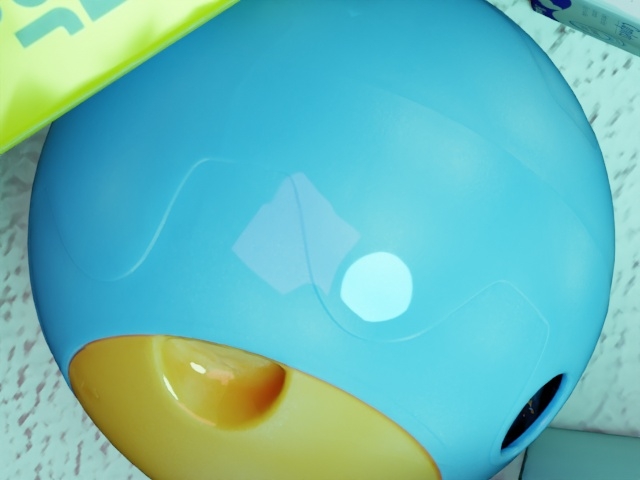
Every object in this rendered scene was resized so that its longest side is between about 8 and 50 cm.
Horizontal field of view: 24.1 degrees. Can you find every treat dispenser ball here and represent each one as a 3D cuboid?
[{"bbox_3d":[0.000,0.000,0.748,0.288,0.288,0.288,0,92,10],"label":"treat dispenser ball"}]

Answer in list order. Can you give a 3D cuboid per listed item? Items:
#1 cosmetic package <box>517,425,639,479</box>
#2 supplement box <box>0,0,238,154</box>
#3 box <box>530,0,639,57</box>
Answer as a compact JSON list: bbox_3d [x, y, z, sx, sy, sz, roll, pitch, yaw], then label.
[{"bbox_3d":[0.238,0.317,0.696,0.329,0.327,0.393,4,93,10],"label":"cosmetic package"},{"bbox_3d":[-0.111,-0.189,0.643,0.356,0.194,0.195,-33,112,-2],"label":"supplement box"},{"bbox_3d":[0.184,-0.135,0.793,0.137,0.126,0.072,25,95,9],"label":"box"}]
